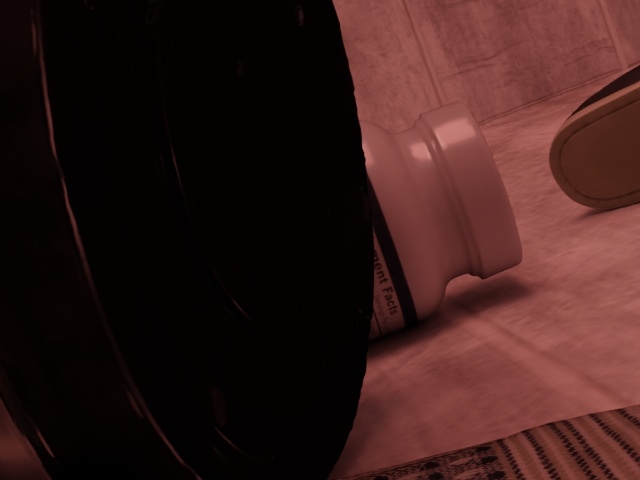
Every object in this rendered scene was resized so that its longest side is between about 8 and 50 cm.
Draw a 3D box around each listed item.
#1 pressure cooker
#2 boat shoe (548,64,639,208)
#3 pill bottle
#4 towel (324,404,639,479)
[{"bbox_3d":[-0.215,-0.017,0.566,0.421,0.369,0.375,-7,-16,19],"label":"pressure cooker"},{"bbox_3d":[0.352,-0.128,0.939,0.340,0.127,0.113,-28,14,31],"label":"boat shoe"},{"bbox_3d":[-0.003,0.005,0.822,0.265,0.153,0.153,-20,6,-1],"label":"pill bottle"},{"bbox_3d":[-0.011,0.098,0.245,0.312,0.056,0.324,-13,2,5],"label":"towel"}]
